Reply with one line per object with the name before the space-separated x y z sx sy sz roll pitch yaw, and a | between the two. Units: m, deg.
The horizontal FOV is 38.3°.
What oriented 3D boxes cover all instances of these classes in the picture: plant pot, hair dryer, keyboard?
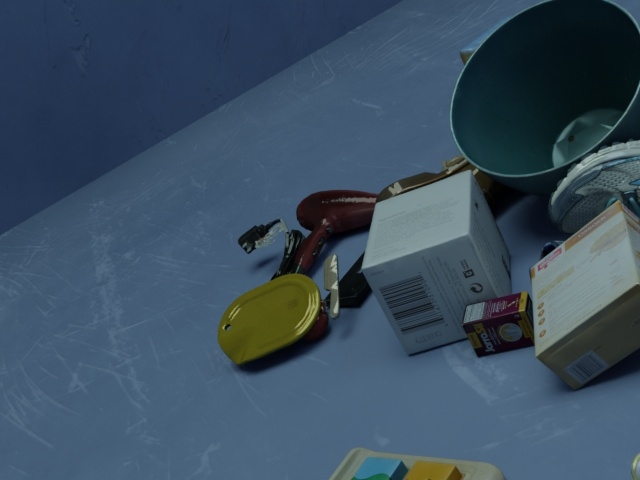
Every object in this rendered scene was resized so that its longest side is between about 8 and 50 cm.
plant pot | 0.362 -0.178 1.339 0.290 0.195 0.290 -20 54 31
hair dryer | 0.000 0.000 1.629 0.293 0.080 0.223 -32 38 6
keyboard | 0.089 0.043 1.467 0.108 0.023 0.180 -13 27 46

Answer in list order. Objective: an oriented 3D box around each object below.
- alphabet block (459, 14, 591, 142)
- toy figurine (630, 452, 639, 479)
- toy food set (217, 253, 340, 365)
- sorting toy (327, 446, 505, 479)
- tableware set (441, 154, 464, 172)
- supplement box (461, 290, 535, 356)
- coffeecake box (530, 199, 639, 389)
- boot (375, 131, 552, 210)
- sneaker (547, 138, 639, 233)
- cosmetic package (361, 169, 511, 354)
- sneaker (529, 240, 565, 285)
alphabet block | 0.381 -0.277 1.547 0.193 0.197 0.192 -6 24 43
toy figurine | 0.390 0.178 0.684 0.217 0.191 0.362 14 47 40
toy food set | -0.048 0.124 1.413 0.218 0.071 0.128 -24 47 16
sorting toy | 0.063 0.291 0.958 0.208 0.038 0.193 -3 34 45
tableware set | 0.275 -0.128 1.611 0.169 0.020 0.141 -21 24 18
supplement box | 0.225 0.103 1.142 0.083 0.055 0.043 -17 26 27
coffeecake box | 0.317 0.058 1.055 0.142 0.068 0.185 -43 15 29
boot | 0.250 -0.072 1.467 0.305 0.112 0.115 -24 54 -3
sneaker | 0.432 -0.064 1.171 0.283 0.110 0.122 -21 49 6
cosmetic package | 0.161 0.027 1.249 0.151 0.151 0.183 -19 26 21
sneaker | 0.319 0.021 1.201 0.135 0.058 0.052 -41 26 -29
